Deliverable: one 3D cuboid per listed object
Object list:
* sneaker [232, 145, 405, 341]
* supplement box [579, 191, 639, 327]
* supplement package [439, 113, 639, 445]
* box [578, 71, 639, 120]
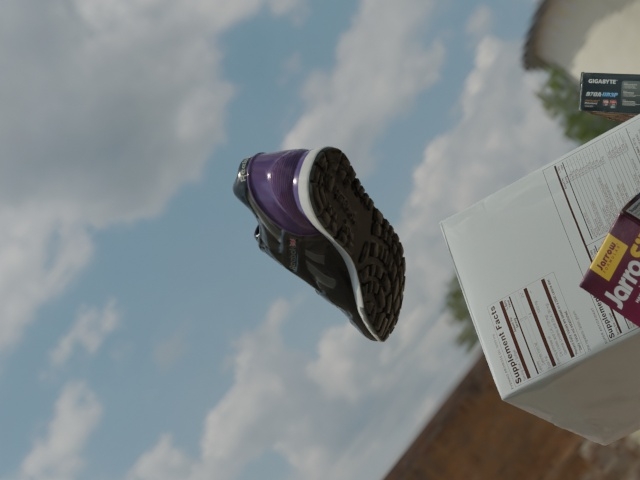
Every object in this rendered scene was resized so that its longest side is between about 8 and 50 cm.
[{"bbox_3d":[0.000,0.000,1.747,0.107,0.124,0.283,-64,-37,-34],"label":"sneaker"},{"bbox_3d":[0.183,0.019,0.812,0.043,0.083,0.055,-34,-28,-48],"label":"supplement box"},{"bbox_3d":[0.233,0.027,1.152,0.203,0.149,0.194,-29,-29,21],"label":"supplement package"},{"bbox_3d":[0.446,-0.169,1.953,0.175,0.220,0.051,1,-87,-62],"label":"box"}]
